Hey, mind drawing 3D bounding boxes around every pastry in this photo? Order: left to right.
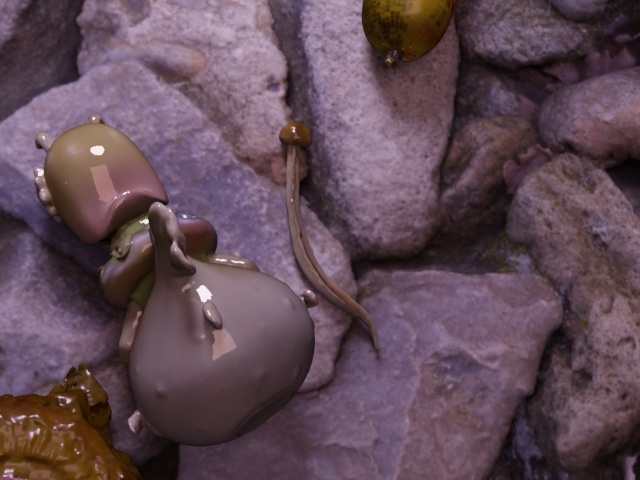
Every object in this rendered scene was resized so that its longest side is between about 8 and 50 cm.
[{"bbox_3d":[-0.293,0.271,0.640,0.235,0.132,0.240,-22,88,-18],"label":"pastry"}]

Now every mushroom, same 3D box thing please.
[{"bbox_3d":[0.000,0.000,0.829,0.068,0.043,0.307,-17,87,6],"label":"mushroom"}]

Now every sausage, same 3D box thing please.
[{"bbox_3d":[0.135,-0.386,0.888,0.123,0.123,0.347,17,76,-13],"label":"sausage"}]

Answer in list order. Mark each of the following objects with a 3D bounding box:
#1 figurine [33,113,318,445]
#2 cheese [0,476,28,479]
[{"bbox_3d":[-0.165,0.010,0.675,0.226,0.275,0.394,-32,73,-22],"label":"figurine"},{"bbox_3d":[-0.306,0.280,0.538,0.244,0.062,0.155,-6,76,-18],"label":"cheese"}]
